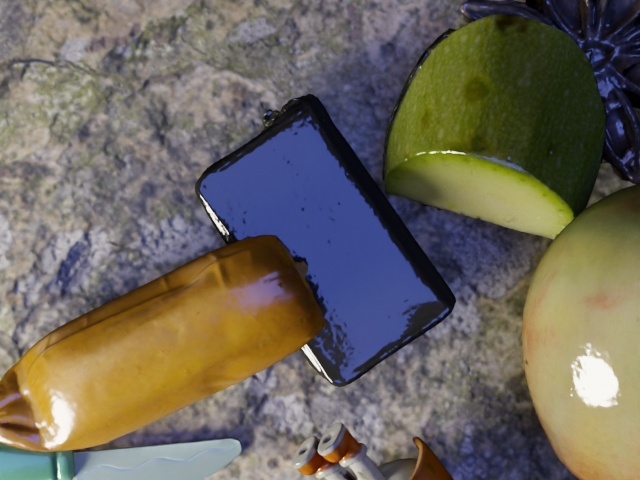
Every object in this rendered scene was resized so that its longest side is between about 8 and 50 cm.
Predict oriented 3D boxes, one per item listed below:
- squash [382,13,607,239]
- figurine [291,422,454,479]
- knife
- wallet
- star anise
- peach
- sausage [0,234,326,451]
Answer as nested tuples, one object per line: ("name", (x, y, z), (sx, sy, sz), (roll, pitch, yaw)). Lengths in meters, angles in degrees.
("squash", (0.152, -0.100, 0.910), (0.191, 0.085, 0.184), (15, 102, 7))
("figurine", (0.085, 0.266, 0.935), (0.271, 0.143, 0.143), (39, 83, -24))
("knife", (-0.199, 0.206, 0.946), (0.260, 0.034, 0.063), (2, 91, -10))
("wallet", (0.000, 0.000, 0.973), (0.149, 0.044, 0.250), (-36, 92, -3))
("star anise", (0.243, -0.163, 0.980), (0.235, 0.109, 0.223), (3, 92, 7))
("peach", (0.298, 0.085, 0.884), (0.247, 0.292, 0.292), (20, 84, 32))
("sausage", (-0.156, 0.101, 0.913), (0.328, 0.112, 0.112), (-26, 90, 3))
